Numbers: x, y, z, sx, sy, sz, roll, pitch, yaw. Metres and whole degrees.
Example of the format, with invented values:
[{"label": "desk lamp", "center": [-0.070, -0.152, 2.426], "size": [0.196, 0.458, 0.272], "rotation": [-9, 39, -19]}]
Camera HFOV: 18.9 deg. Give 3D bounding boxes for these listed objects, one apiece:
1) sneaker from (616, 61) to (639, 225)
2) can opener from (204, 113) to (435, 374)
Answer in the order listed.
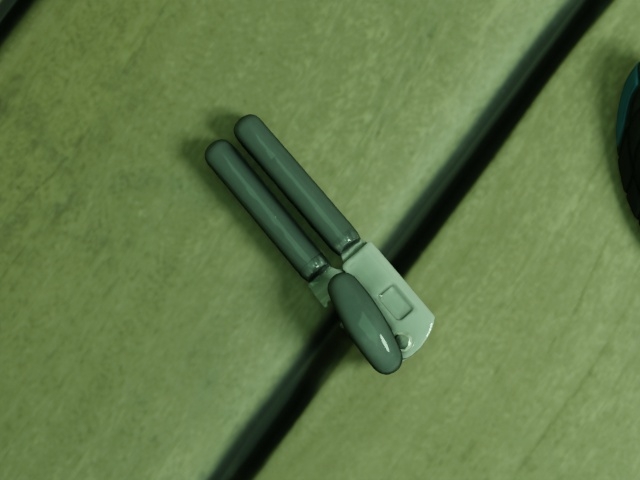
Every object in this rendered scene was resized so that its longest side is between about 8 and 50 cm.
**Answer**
[{"label": "sneaker", "center": [0.384, -0.019, 1.752], "size": [0.140, 0.125, 0.340], "rotation": [-18, 79, -25]}, {"label": "can opener", "center": [0.000, 0.000, 1.777], "size": [0.074, 0.093, 0.280], "rotation": [-39, 77, 0]}]
